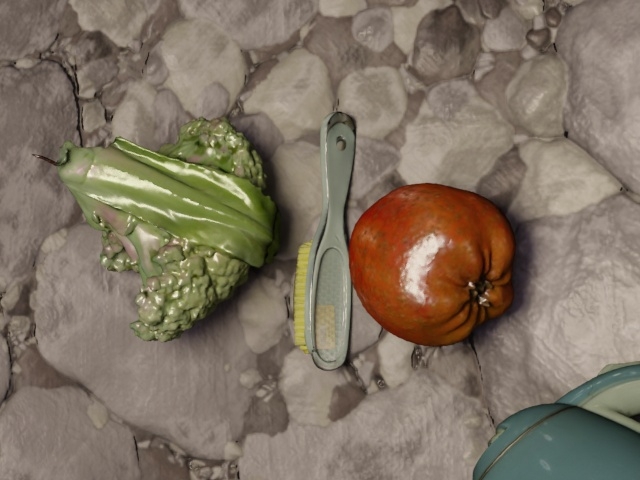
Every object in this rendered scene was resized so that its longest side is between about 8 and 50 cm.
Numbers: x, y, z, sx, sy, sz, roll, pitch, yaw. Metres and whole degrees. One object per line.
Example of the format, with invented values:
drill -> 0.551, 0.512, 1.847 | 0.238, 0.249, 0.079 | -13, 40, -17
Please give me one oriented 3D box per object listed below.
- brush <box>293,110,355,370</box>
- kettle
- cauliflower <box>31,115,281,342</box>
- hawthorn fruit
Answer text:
brush -> 0.000, 0.000, 1.575 | 0.060, 0.068, 0.297 | -1, 83, 46
kettle -> 0.320, 0.283, 1.343 | 0.319, 0.247, 0.342 | -35, 63, -14
cauliflower -> -0.187, -0.035, 1.546 | 0.315, 0.239, 0.256 | 32, 102, -22
hawthorn fruit -> 0.118, 0.024, 1.460 | 0.189, 0.189, 0.189 | -1, 87, 24
